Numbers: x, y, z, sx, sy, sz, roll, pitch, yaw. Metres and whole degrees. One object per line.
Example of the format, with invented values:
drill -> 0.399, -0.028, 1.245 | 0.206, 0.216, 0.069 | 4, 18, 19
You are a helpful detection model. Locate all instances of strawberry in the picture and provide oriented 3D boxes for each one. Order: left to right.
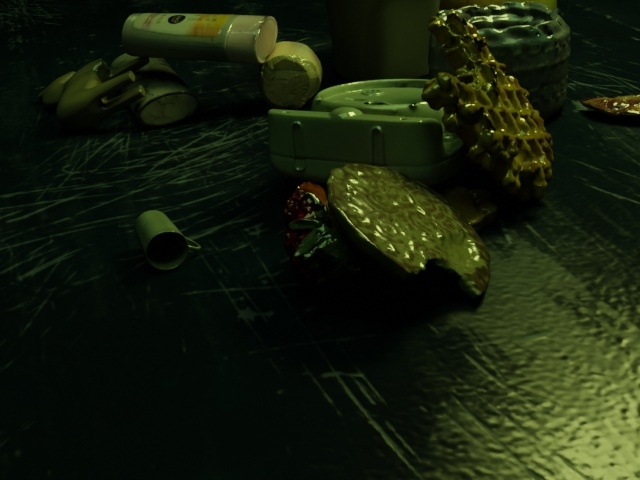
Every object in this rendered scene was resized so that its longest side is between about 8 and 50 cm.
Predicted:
strawberry -> 0.000, 0.001, 1.031 | 0.085, 0.140, 0.192 | -42, 50, 10

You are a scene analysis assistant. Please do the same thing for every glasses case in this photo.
glasses case -> -0.321, -0.291, 1.648 | 0.114, 0.060, 0.299 | -18, 32, -15

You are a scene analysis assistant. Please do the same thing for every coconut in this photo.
coconut -> -0.056, -0.298, 1.576 | 0.116, 0.116, 0.122 | -2, 29, 4

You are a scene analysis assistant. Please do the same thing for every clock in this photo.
clock -> 0.098, -0.168, 1.287 | 0.265, 0.108, 0.324 | 6, 22, 28

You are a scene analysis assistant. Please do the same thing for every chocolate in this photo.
chocolate -> 0.086, 0.004, 1.035 | 0.086, 0.028, 0.182 | 17, 29, -36

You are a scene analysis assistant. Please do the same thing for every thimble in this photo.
thimble -> 0.296, -0.299, 1.467 | 0.236, 0.172, 0.205 | 2, 27, 15

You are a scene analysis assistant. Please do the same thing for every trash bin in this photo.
trash bin -> 0.116, -0.439, 1.659 | 0.219, 0.250, 0.220 | -18, 32, -24

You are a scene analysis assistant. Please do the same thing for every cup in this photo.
cup -> -0.197, -0.005, 1.126 | 0.075, 0.054, 0.083 | -16, 29, -18

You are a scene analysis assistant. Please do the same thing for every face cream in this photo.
face cream -> -0.214, -0.359, 1.549 | 0.269, 0.073, 0.107 | 8, 51, 19

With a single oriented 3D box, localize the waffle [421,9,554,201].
waffle -> 0.240, -0.182, 1.202 | 0.069, 0.260, 0.293 | -33, 27, 31

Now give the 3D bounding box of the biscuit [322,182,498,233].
biscuit -> 0.108, -0.042, 1.169 | 0.249, 0.035, 0.184 | 7, 31, 19

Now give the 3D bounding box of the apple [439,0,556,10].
apple -> 0.347, -0.480, 1.758 | 0.261, 0.193, 0.261 | -5, 27, 3

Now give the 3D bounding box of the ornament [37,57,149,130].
ornament -> -0.429, -0.277, 1.607 | 0.245, 0.061, 0.230 | -24, 35, 12

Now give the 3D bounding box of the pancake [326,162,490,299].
pancake -> 0.105, -0.018, 1.014 | 0.235, 0.029, 0.212 | 18, 35, -28

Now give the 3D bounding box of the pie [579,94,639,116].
pie -> 0.520, -0.220, 1.430 | 0.170, 0.034, 0.092 | -3, 25, 0
